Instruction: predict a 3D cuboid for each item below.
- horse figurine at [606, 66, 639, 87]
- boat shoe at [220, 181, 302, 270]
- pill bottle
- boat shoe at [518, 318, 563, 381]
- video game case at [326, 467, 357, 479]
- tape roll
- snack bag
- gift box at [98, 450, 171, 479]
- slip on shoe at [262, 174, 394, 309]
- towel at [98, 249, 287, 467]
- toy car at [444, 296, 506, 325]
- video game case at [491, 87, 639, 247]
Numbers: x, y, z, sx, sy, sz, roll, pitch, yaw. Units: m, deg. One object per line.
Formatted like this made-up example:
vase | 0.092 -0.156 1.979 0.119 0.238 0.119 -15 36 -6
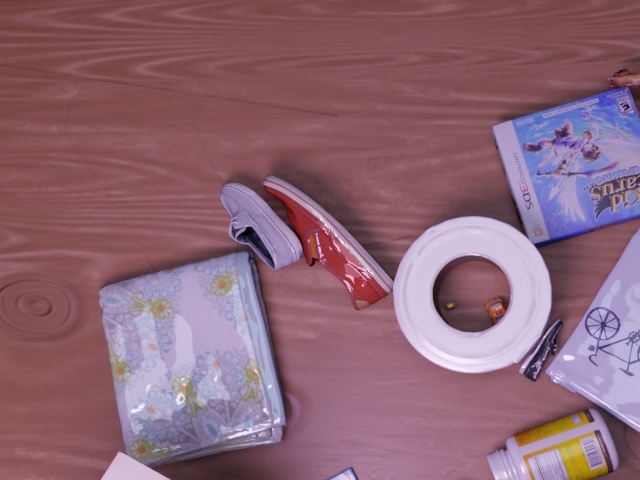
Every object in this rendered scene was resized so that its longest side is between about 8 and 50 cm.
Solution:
horse figurine | 0.690 -0.307 1.804 0.263 0.066 0.174 27 51 25
boat shoe | -0.133 -0.028 1.883 0.081 0.079 0.227 -31 60 -30
pill bottle | 0.410 0.385 1.734 0.215 0.117 0.117 -20 78 4
boat shoe | 0.416 0.203 1.802 0.038 0.046 0.125 35 89 17
video game case | 0.043 0.526 1.816 0.119 0.015 0.166 -28 77 2
tape roll | 0.279 0.102 1.775 0.286 0.100 0.286 -2 81 13
snack bag | 0.628 0.192 1.749 0.323 0.037 0.342 33 89 25
gift box | -0.231 0.495 1.489 0.258 0.276 0.255 25 71 15
slip on shoe | 0.000 0.000 1.870 0.101 0.123 0.331 -44 82 3
towel | -0.247 0.231 1.875 0.320 0.090 0.374 -13 78 5
toy car | 0.296 0.139 1.835 0.122 0.040 0.060 -7 79 7
video game case | 0.488 -0.137 1.847 0.269 0.061 0.244 -17 79 5
